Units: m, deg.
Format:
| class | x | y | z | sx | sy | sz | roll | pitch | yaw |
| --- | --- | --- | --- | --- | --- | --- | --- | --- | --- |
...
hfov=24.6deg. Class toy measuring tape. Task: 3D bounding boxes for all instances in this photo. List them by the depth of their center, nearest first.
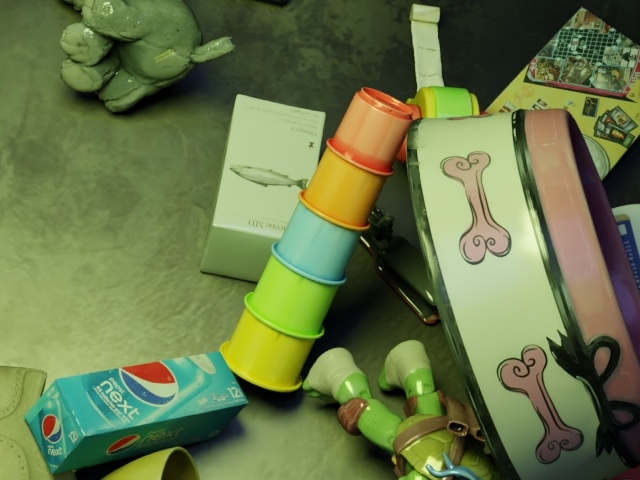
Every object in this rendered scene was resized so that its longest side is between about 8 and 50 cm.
| class | x | y | z | sx | sy | sz | roll | pitch | yaw |
| --- | --- | --- | --- | --- | --- | --- | --- | --- | --- |
| toy measuring tape | 0.142 | -0.175 | 1.733 | 0.121 | 0.121 | 0.330 | 5 | 58 | -9 |

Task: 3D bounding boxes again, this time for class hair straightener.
| class | x | y | z | sx | sy | sz | roll | pitch | yaw |
| --- | --- | --- | --- | --- | --- | --- | --- | --- | --- |
| hair straightener | 0.071 | -0.016 | 1.634 | 0.047 | 0.089 | 0.230 | -29 | 68 | -24 |

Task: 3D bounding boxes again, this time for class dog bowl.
| class | x | y | z | sx | sy | sz | roll | pitch | yaw |
| --- | --- | --- | --- | --- | --- | --- | --- | --- | --- |
| dog bowl | 0.223 | 0.052 | 1.428 | 0.150 | 0.408 | 0.408 | -18 | 59 | 14 |

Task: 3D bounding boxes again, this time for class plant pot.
| class | x | y | z | sx | sy | sz | roll | pitch | yaw |
| --- | --- | --- | --- | --- | --- | --- | --- | --- | --- |
| plant pot | -0.175 | 0.267 | 1.396 | 0.095 | 0.134 | 0.134 | -6 | 57 | 13 |

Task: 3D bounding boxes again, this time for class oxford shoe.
| class | x | y | z | sx | sy | sz | roll | pitch | yaw |
| --- | --- | --- | --- | --- | --- | --- | --- | --- | --- |
| oxford shoe | -0.278 | 0.264 | 1.370 | 0.130 | 0.123 | 0.348 | -6 | 61 | -22 |

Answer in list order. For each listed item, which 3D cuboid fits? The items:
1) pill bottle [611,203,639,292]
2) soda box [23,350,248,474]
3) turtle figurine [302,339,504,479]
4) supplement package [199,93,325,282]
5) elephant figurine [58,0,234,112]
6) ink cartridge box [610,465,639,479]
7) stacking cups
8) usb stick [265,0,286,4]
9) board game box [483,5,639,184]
| class | x | y | z | sx | sy | sz | roll | pitch | yaw |
| --- | --- | --- | --- | --- | --- | --- | --- | --- | --- |
| pill bottle | 0.357 | 0.065 | 1.633 | 0.112 | 0.112 | 0.186 | 0 | 59 | -12 |
| soda box | -0.176 | 0.165 | 1.430 | 0.210 | 0.071 | 0.067 | -6 | 57 | -47 |
| turtle figurine | 0.091 | 0.244 | 1.473 | 0.198 | 0.274 | 0.266 | -29 | 46 | -2 |
| supplement package | -0.063 | -0.054 | 1.618 | 0.105 | 0.105 | 0.179 | 12 | 58 | -6 |
| elephant figurine | -0.223 | -0.281 | 1.707 | 0.186 | 0.169 | 0.239 | 29 | 35 | -28 |
| ink cartridge box | 0.447 | 0.287 | 1.543 | 0.296 | 0.066 | 0.261 | 9 | 59 | -7 |
| stacking cups | 0.000 | 0.000 | 1.480 | 0.096 | 0.316 | 0.096 | 23 | 19 | -8 |
| usb stick | -0.167 | -0.352 | 1.816 | 0.278 | 0.045 | 0.077 | 12 | 64 | -5 |
| board game box | 0.321 | -0.166 | 1.808 | 0.165 | 0.042 | 0.243 | 38 | 59 | 11 |
